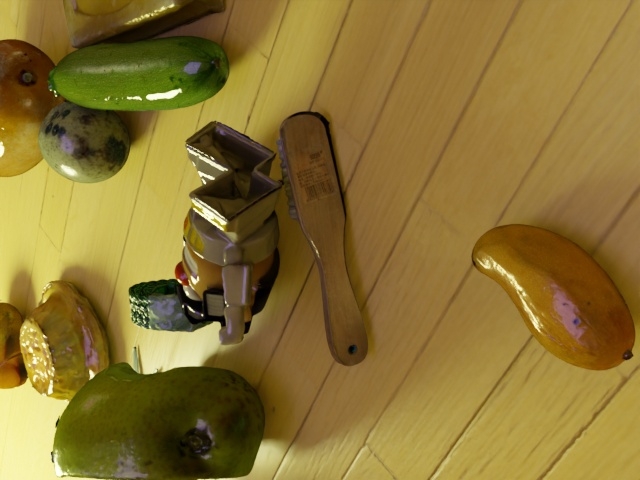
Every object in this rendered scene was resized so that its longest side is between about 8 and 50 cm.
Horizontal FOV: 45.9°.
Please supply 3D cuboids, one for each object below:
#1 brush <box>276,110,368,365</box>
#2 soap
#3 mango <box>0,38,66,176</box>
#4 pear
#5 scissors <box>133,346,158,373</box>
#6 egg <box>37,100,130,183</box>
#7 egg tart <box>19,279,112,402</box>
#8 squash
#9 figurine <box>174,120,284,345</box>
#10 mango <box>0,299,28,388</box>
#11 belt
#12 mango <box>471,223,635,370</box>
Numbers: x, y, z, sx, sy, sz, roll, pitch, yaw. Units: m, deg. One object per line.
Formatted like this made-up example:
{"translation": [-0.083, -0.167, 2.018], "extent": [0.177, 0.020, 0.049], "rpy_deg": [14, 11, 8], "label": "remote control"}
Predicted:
{"translation": [0.000, 0.000, 0.973], "extent": [0.065, 0.070, 0.327], "rpy_deg": [-6, 98, 65], "label": "brush"}
{"translation": [-0.281, -0.405, 1.128], "extent": [0.315, 0.091, 0.199], "rpy_deg": [1, 103, 47], "label": "soap"}
{"translation": [-0.600, -0.240, 1.437], "extent": [0.384, 0.199, 0.221], "rpy_deg": [-23, 91, 59], "label": "mango"}
{"translation": [-0.220, 0.271, 1.143], "extent": [0.282, 0.286, 0.176], "rpy_deg": [-13, 73, 47], "label": "pear"}
{"translation": [-0.350, 0.326, 1.464], "extent": [0.144, 0.017, 0.248], "rpy_deg": [33, 122, 35], "label": "scissors"}
{"translation": [-0.404, -0.169, 1.284], "extent": [0.181, 0.141, 0.141], "rpy_deg": [14, 111, 41], "label": "egg"}
{"translation": [-0.534, 0.221, 1.558], "extent": [0.288, 0.118, 0.288], "rpy_deg": [15, 110, 47], "label": "egg tart"}
{"translation": [-0.277, -0.248, 1.139], "extent": [0.395, 0.107, 0.107], "rpy_deg": [5, 105, 36], "label": "squash"}
{"translation": [-0.125, 0.007, 1.024], "extent": [0.143, 0.308, 0.308], "rpy_deg": [8, 113, 2], "label": "figurine"}
{"translation": [-0.771, 0.239, 1.792], "extent": [0.166, 0.136, 0.236], "rpy_deg": [52, 128, 27], "label": "mango"}
{"translation": [-0.233, 0.110, 1.201], "extent": [0.151, 0.121, 0.079], "rpy_deg": [5, 103, 41], "label": "belt"}
{"translation": [0.229, 0.049, 0.738], "extent": [0.190, 0.075, 0.098], "rpy_deg": [49, 124, 33], "label": "mango"}
